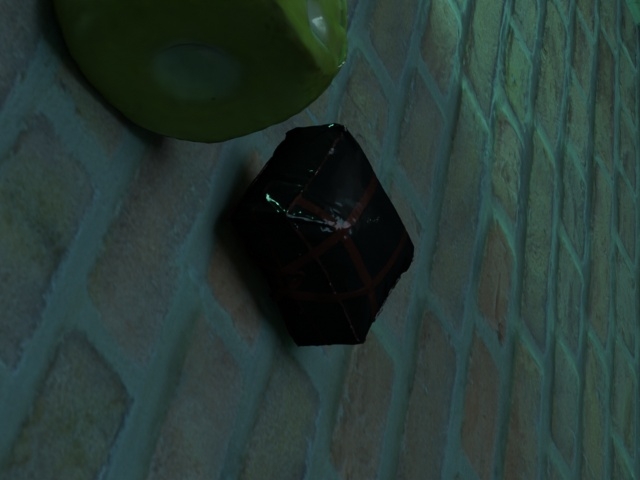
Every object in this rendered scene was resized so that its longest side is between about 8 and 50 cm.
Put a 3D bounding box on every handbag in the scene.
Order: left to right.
[{"bbox_3d":[0.000,0.000,1.658,0.215,0.155,0.169,61,41,-27],"label":"handbag"}]

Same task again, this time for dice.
[{"bbox_3d":[-0.119,-0.257,1.486,0.238,0.226,0.233,48,34,-44],"label":"dice"}]
